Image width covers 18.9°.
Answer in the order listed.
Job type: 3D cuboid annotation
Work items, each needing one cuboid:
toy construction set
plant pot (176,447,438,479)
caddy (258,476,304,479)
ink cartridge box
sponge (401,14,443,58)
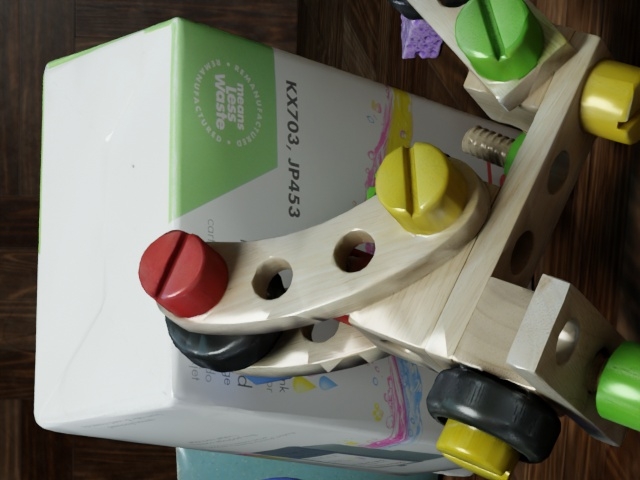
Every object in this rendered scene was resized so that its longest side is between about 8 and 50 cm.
[{"bbox_3d":[0.068,-0.045,0.831,0.237,0.257,0.309,26,146,36],"label":"toy construction set"},{"bbox_3d":[-0.012,0.136,1.484,0.290,0.195,0.290,178,90,-87],"label":"plant pot"},{"bbox_3d":[0.030,0.268,0.848,0.179,0.241,0.341,-85,-1,-61],"label":"caddy"},{"bbox_3d":[0.014,0.021,1.097,0.119,0.353,0.207,-14,71,43],"label":"ink cartridge box"},{"bbox_3d":[0.085,-0.235,1.429,0.210,0.031,0.117,102,168,-65],"label":"sponge"}]
